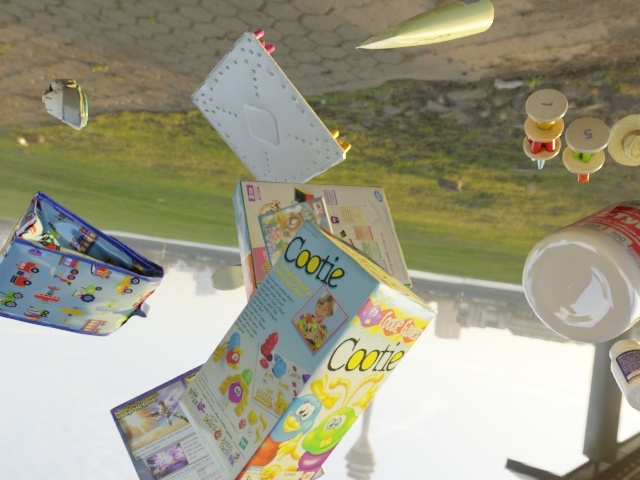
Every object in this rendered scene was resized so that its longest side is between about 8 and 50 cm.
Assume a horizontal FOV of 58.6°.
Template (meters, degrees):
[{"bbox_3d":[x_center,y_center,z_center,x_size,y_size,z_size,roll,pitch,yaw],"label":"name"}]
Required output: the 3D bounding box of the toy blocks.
[{"bbox_3d":[0.339,-0.128,0.801,0.123,0.054,0.148,50,178,28],"label":"toy blocks"}]

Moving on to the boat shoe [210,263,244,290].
[{"bbox_3d":[-0.218,0.097,1.466,0.183,0.065,0.083,-14,172,-45],"label":"boat shoe"}]

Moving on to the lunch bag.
[{"bbox_3d":[-0.459,0.083,1.091,0.293,0.138,0.221,30,123,-27],"label":"lunch bag"}]

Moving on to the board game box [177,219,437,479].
[{"bbox_3d":[-0.017,0.141,0.688,0.142,0.275,0.144,28,-170,-48],"label":"board game box"}]

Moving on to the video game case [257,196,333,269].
[{"bbox_3d":[-0.030,0.022,0.963,0.119,0.166,0.015,-16,176,11],"label":"video game case"}]

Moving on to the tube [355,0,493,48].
[{"bbox_3d":[0.176,-0.344,0.925,0.240,0.062,0.070,-24,158,-27],"label":"tube"}]

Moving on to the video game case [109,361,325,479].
[{"bbox_3d":[-0.165,0.323,0.932,0.269,0.244,0.061,-25,175,-5],"label":"video game case"}]

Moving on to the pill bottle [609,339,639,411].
[{"bbox_3d":[0.827,0.345,1.489,0.112,0.112,0.186,8,-153,5],"label":"pill bottle"}]

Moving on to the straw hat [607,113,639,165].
[{"bbox_3d":[0.816,-0.248,1.477,0.144,0.144,0.061,7,-147,25],"label":"straw hat"}]

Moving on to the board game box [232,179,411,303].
[{"bbox_3d":[0.000,0.000,1.122,0.317,0.242,0.064,1,148,-22],"label":"board game box"}]

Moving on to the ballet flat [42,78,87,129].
[{"bbox_3d":[-0.458,-0.244,1.018,0.068,0.072,0.213,-1,-157,-26],"label":"ballet flat"}]

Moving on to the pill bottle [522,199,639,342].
[{"bbox_3d":[0.633,0.043,1.210,0.408,0.229,0.229,-19,-165,-37],"label":"pill bottle"}]

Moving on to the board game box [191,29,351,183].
[{"bbox_3d":[-0.146,-0.327,1.571,0.390,0.050,0.390,51,147,-12],"label":"board game box"}]
